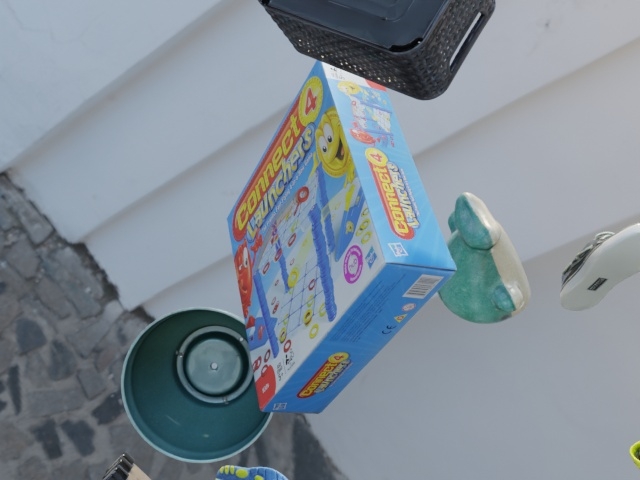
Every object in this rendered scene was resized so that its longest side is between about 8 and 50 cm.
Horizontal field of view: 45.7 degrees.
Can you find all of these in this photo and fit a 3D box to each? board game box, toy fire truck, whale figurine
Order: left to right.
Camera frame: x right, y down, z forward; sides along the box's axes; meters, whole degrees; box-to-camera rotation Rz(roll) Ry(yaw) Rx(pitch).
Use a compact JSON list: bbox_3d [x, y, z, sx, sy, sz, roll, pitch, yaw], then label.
[{"bbox_3d":[-0.448,0.539,1.472,0.158,0.246,0.217,45,-10,-3],"label":"toy fire truck"},{"bbox_3d":[0.000,0.000,0.902,0.086,0.308,0.301,8,48,-28],"label":"board game box"},{"bbox_3d":[0.253,0.038,1.266,0.216,0.141,0.272,65,3,34],"label":"whale figurine"}]

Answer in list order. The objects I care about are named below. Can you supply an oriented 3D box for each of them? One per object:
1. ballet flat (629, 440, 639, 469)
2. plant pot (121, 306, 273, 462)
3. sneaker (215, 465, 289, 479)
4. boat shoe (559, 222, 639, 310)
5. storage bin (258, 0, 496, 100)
[{"bbox_3d":[0.487,0.267,0.976,0.077,0.231,0.077,37,59,0],"label":"ballet flat"},{"bbox_3d":[-0.221,0.265,1.504,0.293,0.293,0.196,62,3,-1],"label":"plant pot"},{"bbox_3d":[-0.130,0.509,1.586,0.078,0.188,0.067,42,55,-50],"label":"sneaker"},{"bbox_3d":[0.420,0.025,1.127,0.078,0.219,0.070,14,56,-11],"label":"boat shoe"},{"bbox_3d":[0.049,-0.218,0.679,0.180,0.122,0.084,28,-6,29],"label":"storage bin"}]
